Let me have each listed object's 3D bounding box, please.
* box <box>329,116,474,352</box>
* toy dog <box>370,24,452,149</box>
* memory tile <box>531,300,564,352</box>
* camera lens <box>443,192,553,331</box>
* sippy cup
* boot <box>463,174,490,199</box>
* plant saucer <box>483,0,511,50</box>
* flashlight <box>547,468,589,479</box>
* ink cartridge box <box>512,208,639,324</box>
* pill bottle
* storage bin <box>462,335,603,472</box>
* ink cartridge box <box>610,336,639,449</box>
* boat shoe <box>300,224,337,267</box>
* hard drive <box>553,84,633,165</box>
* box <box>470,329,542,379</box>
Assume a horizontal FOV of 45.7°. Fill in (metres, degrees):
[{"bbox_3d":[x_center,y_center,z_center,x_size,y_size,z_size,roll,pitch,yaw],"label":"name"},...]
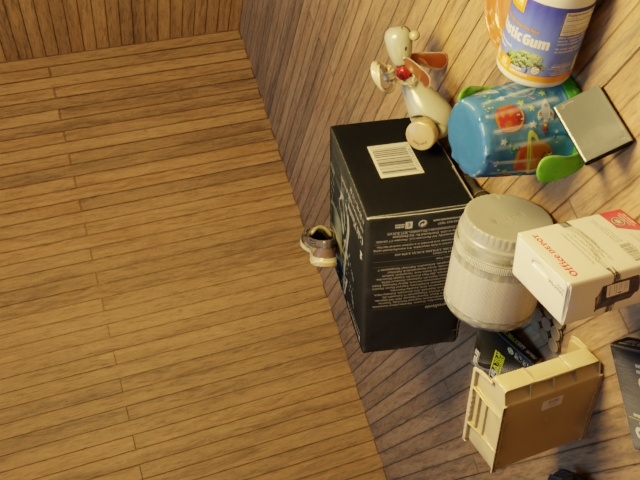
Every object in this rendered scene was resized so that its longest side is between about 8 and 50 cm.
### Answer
[{"bbox_3d":[0.207,-0.026,2.148,0.479,0.298,0.471,-107,12,-52],"label":"box"},{"bbox_3d":[0.283,-0.392,1.958,0.333,0.161,0.220,54,-140,-34],"label":"toy dog"},{"bbox_3d":[0.544,0.183,1.806,0.113,0.012,0.148,-123,25,-50],"label":"memory tile"},{"bbox_3d":[0.412,0.058,1.766,0.219,0.220,0.274,-122,29,-48],"label":"camera lens"},{"bbox_3d":[0.399,-0.232,1.595,0.305,0.224,0.240,179,79,-74],"label":"sippy cup"},{"bbox_3d":[0.411,-0.063,1.991,0.137,0.077,0.197,-106,13,-59],"label":"boot"},{"bbox_3d":[0.421,-0.500,1.647,0.200,0.037,0.199,168,90,-74],"label":"plant saucer"},{"bbox_3d":[0.621,0.583,1.695,0.304,0.103,0.103,178,78,-73],"label":"flashlight"},{"bbox_3d":[0.507,0.045,1.420,0.172,0.237,0.100,-123,26,-50],"label":"ink cartridge box"},{"bbox_3d":[0.436,-0.441,1.438,0.272,0.152,0.152,94,157,-47],"label":"pill bottle"},{"bbox_3d":[0.478,0.366,1.720,0.123,0.262,0.260,-124,27,-49],"label":"storage bin"},{"bbox_3d":[0.672,0.342,1.376,0.304,0.072,0.307,177,78,-74],"label":"ink cartridge box"},{"bbox_3d":[0.000,0.000,2.256,0.285,0.103,0.092,-111,28,-72],"label":"boat shoe"},{"bbox_3d":[0.518,-0.220,1.447,0.022,0.094,0.135,41,-155,-62],"label":"hard drive"},{"bbox_3d":[0.481,0.313,1.982,0.184,0.045,0.190,42,146,34],"label":"box"}]
